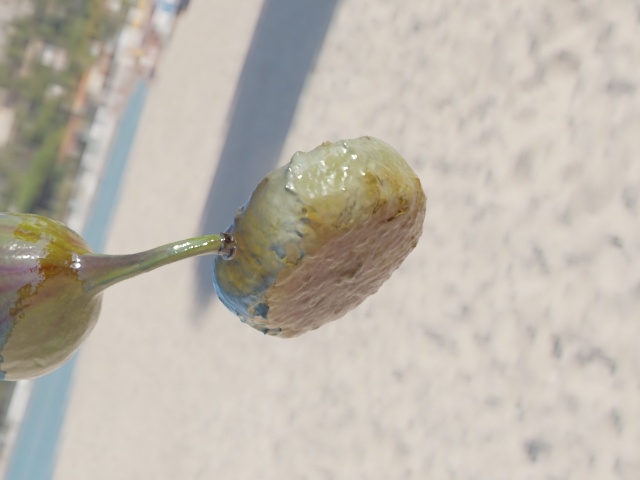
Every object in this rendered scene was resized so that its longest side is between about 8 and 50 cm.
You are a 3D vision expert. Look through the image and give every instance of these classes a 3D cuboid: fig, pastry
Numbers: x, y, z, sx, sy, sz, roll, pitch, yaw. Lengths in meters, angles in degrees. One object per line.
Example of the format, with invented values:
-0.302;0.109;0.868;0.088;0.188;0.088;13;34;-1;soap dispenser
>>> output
-0.168;0.031;1.396;0.124;0.236;0.124;31;-126;-55;fig
0.000;0.000;1.657;0.192;0.182;0.093;-50;63;29;pastry
